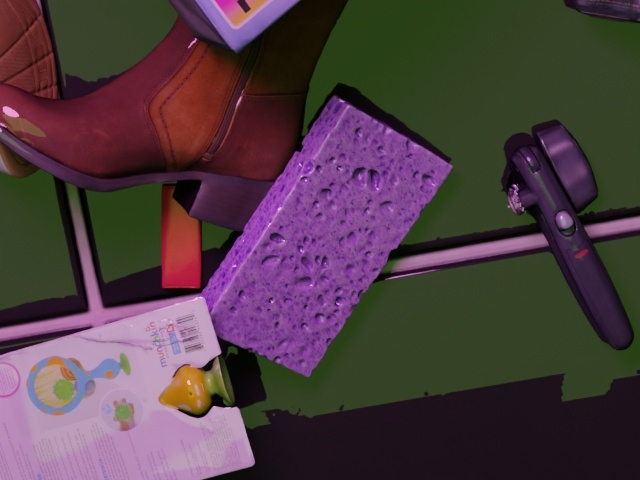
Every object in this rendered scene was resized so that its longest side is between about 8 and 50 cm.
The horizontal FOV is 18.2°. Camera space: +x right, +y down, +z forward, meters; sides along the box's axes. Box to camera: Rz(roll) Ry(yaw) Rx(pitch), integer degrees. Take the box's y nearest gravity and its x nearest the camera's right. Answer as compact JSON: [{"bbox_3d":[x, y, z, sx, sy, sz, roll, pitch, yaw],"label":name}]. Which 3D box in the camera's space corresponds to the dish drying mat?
[{"bbox_3d":[-0.112,-0.003,1.602,0.032,0.008,0.083,0,99,1],"label":"dish drying mat"}]

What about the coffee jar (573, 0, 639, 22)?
[{"bbox_3d":[0.251,-0.256,1.509,0.079,0.096,0.184,0,102,-39],"label":"coffee jar"}]

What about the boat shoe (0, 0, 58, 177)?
[{"bbox_3d":[-0.284,-0.179,1.545,0.096,0.098,0.277,-6,108,29],"label":"boat shoe"}]

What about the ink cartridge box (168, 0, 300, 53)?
[{"bbox_3d":[-0.002,-0.359,1.387,0.395,0.151,0.270,-41,111,-7],"label":"ink cartridge box"}]

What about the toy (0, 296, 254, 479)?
[{"bbox_3d":[-0.179,0.137,1.547,0.237,0.056,0.137,-16,95,9],"label":"toy"}]

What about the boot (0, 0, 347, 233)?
[{"bbox_3d":[-0.104,-0.166,1.502,0.264,0.096,0.280,17,100,-20],"label":"boot"}]

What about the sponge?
[{"bbox_3d":[0.000,0.000,1.562,0.117,0.031,0.210,29,99,-35],"label":"sponge"}]

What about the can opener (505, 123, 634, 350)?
[{"bbox_3d":[0.200,0.003,1.569,0.073,0.059,0.186,-24,97,4],"label":"can opener"}]
